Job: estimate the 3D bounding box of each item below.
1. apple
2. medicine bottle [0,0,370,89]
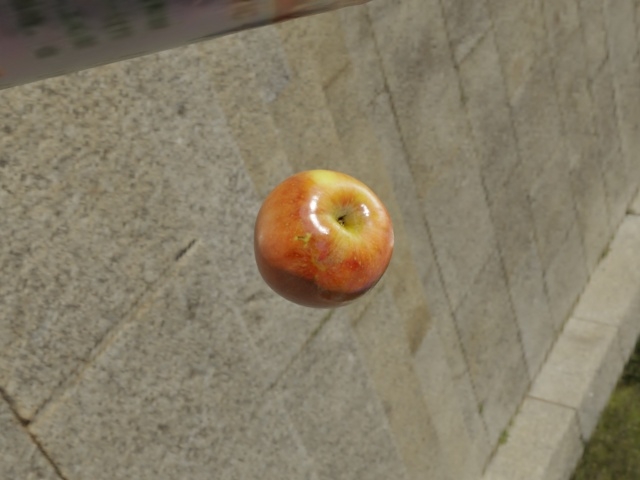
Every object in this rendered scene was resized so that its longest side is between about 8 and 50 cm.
[{"bbox_3d":[0.000,0.000,1.140,0.163,0.139,0.163,14,58,-24],"label":"apple"},{"bbox_3d":[-0.043,-0.202,0.427,0.388,0.219,0.219,-15,118,-7],"label":"medicine bottle"}]
